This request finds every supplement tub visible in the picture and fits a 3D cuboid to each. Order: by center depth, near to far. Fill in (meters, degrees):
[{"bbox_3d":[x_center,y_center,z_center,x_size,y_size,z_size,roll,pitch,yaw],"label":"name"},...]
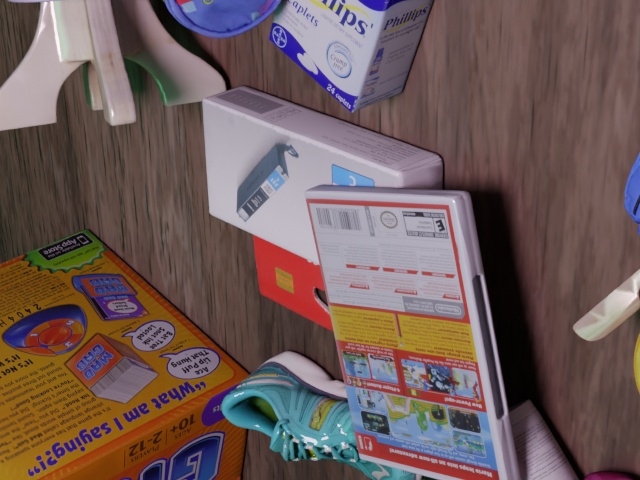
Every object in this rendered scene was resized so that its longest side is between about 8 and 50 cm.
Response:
[{"bbox_3d":[0.196,0.212,1.309,0.107,0.071,0.071,61,144,7],"label":"supplement tub"}]

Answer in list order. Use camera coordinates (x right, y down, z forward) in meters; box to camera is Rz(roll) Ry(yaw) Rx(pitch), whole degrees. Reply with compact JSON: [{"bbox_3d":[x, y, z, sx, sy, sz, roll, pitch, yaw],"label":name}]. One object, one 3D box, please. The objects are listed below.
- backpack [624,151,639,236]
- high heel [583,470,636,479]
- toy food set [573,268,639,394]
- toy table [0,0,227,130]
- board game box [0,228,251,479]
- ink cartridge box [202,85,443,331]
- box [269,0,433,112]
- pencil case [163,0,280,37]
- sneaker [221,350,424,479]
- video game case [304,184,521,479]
[{"bbox_3d":[0.286,-0.031,1.031,0.120,0.101,0.098,47,134,28],"label":"backpack"},{"bbox_3d":[0.312,0.317,1.247,0.244,0.082,0.117,54,177,-8],"label":"high heel"},{"bbox_3d":[0.324,0.101,1.097,0.218,0.071,0.128,47,117,20],"label":"toy food set"},{"bbox_3d":[-0.234,-0.213,1.473,0.274,0.252,0.161,-104,7,-77],"label":"toy table"},{"bbox_3d":[-0.347,0.271,1.779,0.356,0.356,0.356,38,136,32],"label":"board game box"},{"bbox_3d":[0.000,0.000,1.435,0.296,0.066,0.261,24,127,42],"label":"ink cartridge box"},{"bbox_3d":[0.028,-0.212,1.268,0.126,0.072,0.137,44,139,26],"label":"box"},{"bbox_3d":[-0.135,-0.315,1.319,0.119,0.133,0.306,44,-173,-46],"label":"pencil case"},{"bbox_3d":[0.003,0.214,1.520,0.275,0.110,0.107,19,125,44],"label":"sneaker"},{"bbox_3d":[0.084,0.089,1.301,0.204,0.025,0.285,5,111,49],"label":"video game case"}]
